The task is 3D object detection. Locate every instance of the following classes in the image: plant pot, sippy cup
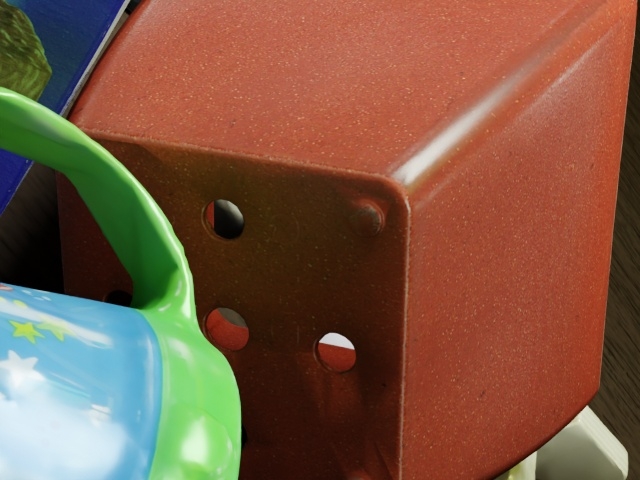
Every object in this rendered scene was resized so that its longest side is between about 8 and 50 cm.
[{"bbox_3d":[0.000,0.000,0.746,0.236,0.267,0.267,-41,137,-57],"label":"plant pot"},{"bbox_3d":[-0.182,0.097,0.515,0.224,0.240,0.305,29,33,-21],"label":"sippy cup"}]

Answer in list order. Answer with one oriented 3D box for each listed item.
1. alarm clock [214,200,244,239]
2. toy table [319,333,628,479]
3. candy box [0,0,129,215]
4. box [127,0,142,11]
[{"bbox_3d":[-0.061,-0.060,1.025,0.129,0.064,0.192,42,30,-31],"label":"alarm clock"},{"bbox_3d":[0.087,0.110,1.003,0.252,0.161,0.274,40,35,-33],"label":"toy table"},{"bbox_3d":[-0.188,-0.184,0.583,0.268,0.317,0.122,28,35,-14],"label":"candy box"},{"bbox_3d":[-0.076,-0.263,1.055,0.077,0.180,0.147,37,36,-37],"label":"box"}]
